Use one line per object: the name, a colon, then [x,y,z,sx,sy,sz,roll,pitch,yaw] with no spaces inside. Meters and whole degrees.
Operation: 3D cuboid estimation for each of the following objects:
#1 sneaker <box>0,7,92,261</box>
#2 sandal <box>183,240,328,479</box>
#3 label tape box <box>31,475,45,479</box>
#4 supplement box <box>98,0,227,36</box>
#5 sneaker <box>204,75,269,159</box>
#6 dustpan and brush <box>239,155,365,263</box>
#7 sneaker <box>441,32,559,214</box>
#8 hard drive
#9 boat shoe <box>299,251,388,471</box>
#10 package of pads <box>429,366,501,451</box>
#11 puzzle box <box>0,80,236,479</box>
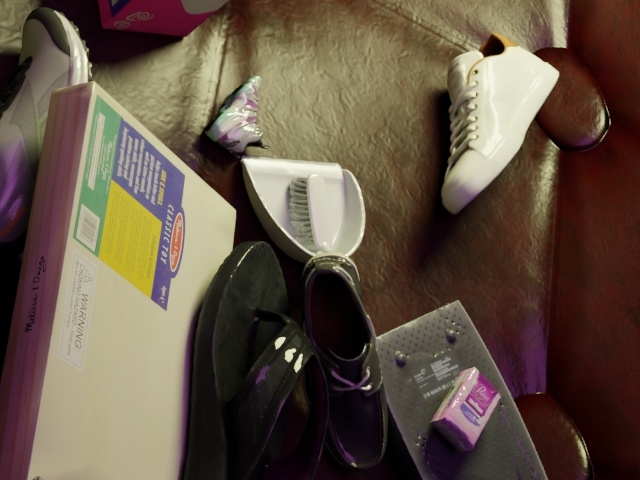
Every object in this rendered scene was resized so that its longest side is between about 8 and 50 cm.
sneaker: [-0.290,-0.112,1.597,0.108,0.100,0.271,15,62,-25]
sandal: [-0.054,0.205,1.584,0.167,0.107,0.446,52,37,-52]
label tape box: [-0.193,0.391,1.346,0.334,0.240,0.106,43,17,-14]
supplement box: [-0.180,-0.343,1.770,0.114,0.111,0.220,-1,70,-36]
sneaker: [-0.078,-0.129,1.802,0.069,0.038,0.098,44,60,-15]
dustpan and brush: [0.000,0.000,1.784,0.147,0.060,0.211,3,70,-36]
sneaker: [0.183,-0.145,1.969,0.123,0.106,0.290,38,44,-5]
hard drive: [0.143,0.208,1.802,0.172,0.054,0.254,-22,84,-40]
boat shoe: [0.022,0.131,1.697,0.084,0.079,0.233,-10,98,-4]
package of pads: [0.157,0.182,1.765,0.050,0.032,0.083,47,50,-13]
puzzle box: [-0.184,0.091,1.536,0.272,0.052,0.409,44,44,-50]
